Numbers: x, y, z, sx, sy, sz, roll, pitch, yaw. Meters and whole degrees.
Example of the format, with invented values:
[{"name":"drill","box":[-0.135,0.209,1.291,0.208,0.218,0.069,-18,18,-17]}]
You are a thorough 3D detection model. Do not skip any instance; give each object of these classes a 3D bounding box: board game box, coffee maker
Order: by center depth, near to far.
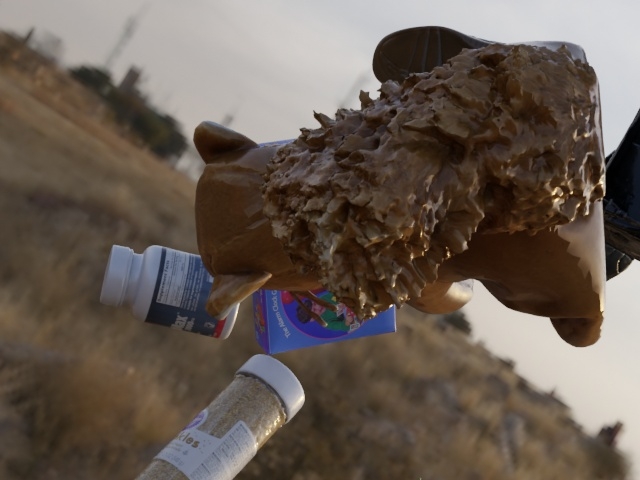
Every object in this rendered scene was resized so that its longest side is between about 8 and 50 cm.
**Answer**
[{"name":"coffee maker","box":[0.341,-0.073,1.427,0.120,0.178,0.171,30,-4,0]},{"name":"board game box","box":[0.000,0.000,2.489,0.233,0.347,0.078,-9,19,-18]}]

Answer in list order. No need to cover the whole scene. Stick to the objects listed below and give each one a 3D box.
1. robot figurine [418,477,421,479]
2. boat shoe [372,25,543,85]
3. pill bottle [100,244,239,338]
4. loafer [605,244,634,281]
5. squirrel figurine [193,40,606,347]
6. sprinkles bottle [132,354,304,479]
[{"name":"robot figurine","box":[0.112,0.352,1.825,0.067,0.115,0.101,10,22,28]},{"name":"boat shoe","box":[0.246,-0.255,2.308,0.341,0.122,0.110,11,-4,26]},{"name":"pill bottle","box":[-0.203,0.065,2.016,0.180,0.108,0.108,13,2,-10]},{"name":"loafer","box":[0.329,0.022,1.795,0.062,0.170,0.061,35,9,-34]},{"name":"squirrel figurine","box":[0.058,-0.048,1.305,0.370,0.281,0.397,-3,-9,7]},{"name":"sprinkles bottle","box":[-0.176,0.339,2.413,0.121,0.355,0.121,29,-36,24]}]
